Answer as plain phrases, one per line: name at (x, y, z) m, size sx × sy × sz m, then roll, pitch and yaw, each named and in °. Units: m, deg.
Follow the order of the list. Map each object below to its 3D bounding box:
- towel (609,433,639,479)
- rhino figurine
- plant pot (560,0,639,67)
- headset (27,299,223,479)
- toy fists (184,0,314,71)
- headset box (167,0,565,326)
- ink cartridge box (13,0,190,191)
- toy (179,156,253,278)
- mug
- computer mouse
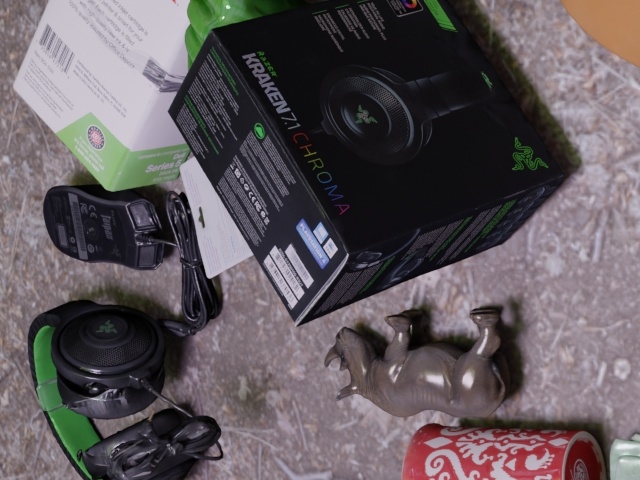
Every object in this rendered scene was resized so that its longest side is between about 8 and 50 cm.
towel at (0.391, 0.324, 1.356) m, size 0.324 × 0.038 × 0.248 m, roll 14°, pitch 107°, yaw 38°
rhino figurine at (0.091, 0.125, 1.553) m, size 0.243 × 0.073 × 0.106 m, roll -4°, pitch 92°, yaw 42°
plant pot at (0.304, -0.257, 1.187) m, size 0.291 × 0.291 × 0.203 m, roll 48°, pitch 140°, yaw 24°
headset at (-0.244, 0.203, 1.756) m, size 0.394 × 0.185 × 0.243 m, roll 3°, pitch 112°, yaw 54°
toy fists at (-0.045, -0.265, 1.537) m, size 0.096 × 0.142 × 0.279 m, roll 50°, pitch 121°, yaw 35°
headset box at (0.049, -0.091, 1.423) m, size 0.246 × 0.283 × 0.131 m, roll 59°, pitch 144°, yaw 17°
ink cartridge box at (-0.203, -0.224, 1.712) m, size 0.198 × 0.114 × 0.273 m, roll 46°, pitch 124°, yaw 24°
toy at (-0.035, -0.065, 1.634) m, size 0.237 × 0.056 × 0.137 m, roll -29°, pitch 66°, yaw 33°
mug at (0.188, 0.237, 1.489) m, size 0.169 × 0.150 × 0.113 m, roll -8°, pitch 56°, yaw 37°
computer mouse at (-0.211, 0.018, 1.808) m, size 0.262 × 0.060 × 0.184 m, roll 4°, pitch 113°, yaw 40°
